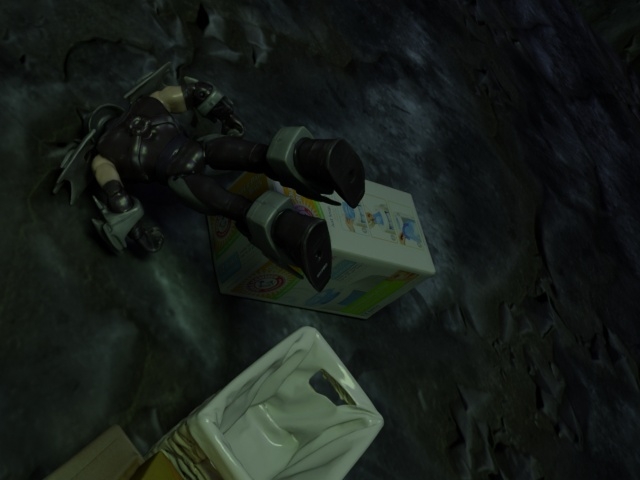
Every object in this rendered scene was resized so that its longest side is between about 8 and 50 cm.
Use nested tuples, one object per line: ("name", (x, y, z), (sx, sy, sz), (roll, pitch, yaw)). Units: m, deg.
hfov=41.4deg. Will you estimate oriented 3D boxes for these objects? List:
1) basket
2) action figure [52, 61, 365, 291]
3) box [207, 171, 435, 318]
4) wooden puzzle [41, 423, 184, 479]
("basket", (-0.046, 0.162, 0.679), (0.113, 0.103, 0.167), (53, 36, 2))
("action figure", (-0.108, -0.061, 0.740), (0.185, 0.285, 0.099), (-60, 153, -16))
("box", (0.000, 0.000, 0.866), (0.203, 0.114, 0.103), (14, 50, -40))
("wooden puzzle", (-0.076, 0.212, 0.523), (0.221, 0.044, 0.239), (52, -9, 1))
